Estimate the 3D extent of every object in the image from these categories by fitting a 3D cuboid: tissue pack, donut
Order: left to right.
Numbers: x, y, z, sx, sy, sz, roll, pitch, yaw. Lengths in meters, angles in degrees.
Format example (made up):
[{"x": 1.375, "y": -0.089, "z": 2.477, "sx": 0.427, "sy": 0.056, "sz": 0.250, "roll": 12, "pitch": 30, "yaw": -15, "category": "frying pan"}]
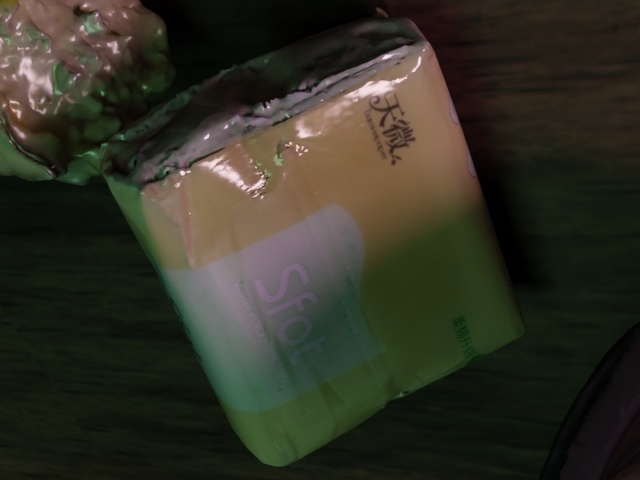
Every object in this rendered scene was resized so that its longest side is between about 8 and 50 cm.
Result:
[{"x": -0.199, "y": -0.211, "z": 0.880, "sx": 0.307, "sy": 0.150, "sz": 0.371, "roll": 26, "pitch": 141, "yaw": 12, "category": "donut"}, {"x": 0.000, "y": 0.000, "z": 0.928, "sx": 0.090, "sy": 0.186, "sz": 0.222, "roll": 54, "pitch": 168, "yaw": 52, "category": "tissue pack"}]

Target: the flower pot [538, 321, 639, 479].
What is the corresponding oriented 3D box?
[{"x": 0.250, "y": 0.196, "z": 0.857, "sx": 0.379, "sy": 0.379, "sz": 0.251, "roll": 38, "pitch": 164, "yaw": -1, "category": "flower pot"}]
